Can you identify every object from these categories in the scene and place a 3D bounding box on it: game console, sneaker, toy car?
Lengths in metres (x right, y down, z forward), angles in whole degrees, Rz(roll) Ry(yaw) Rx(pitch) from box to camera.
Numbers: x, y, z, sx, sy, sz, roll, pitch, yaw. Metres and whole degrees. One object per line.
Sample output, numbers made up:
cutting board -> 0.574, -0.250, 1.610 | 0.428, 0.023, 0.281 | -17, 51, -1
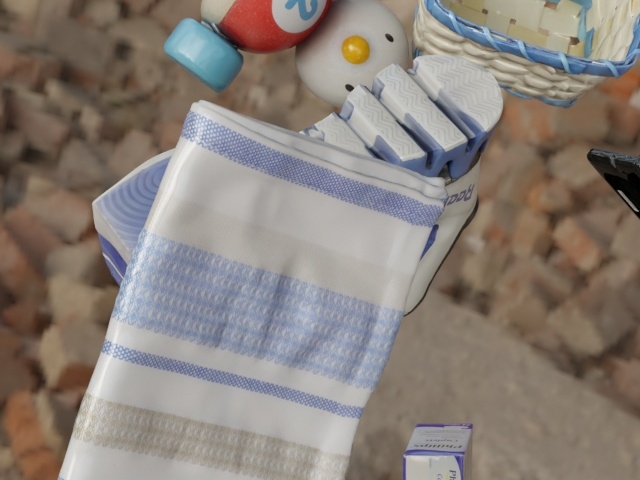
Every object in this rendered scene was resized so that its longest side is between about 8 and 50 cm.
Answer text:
game console -> 0.305, -0.055, 1.590 | 0.122, 0.071, 0.107 | 44, -15, -32
sneaker -> 0.001, -0.001, 1.426 | 0.315, 0.182, 0.127 | -22, 46, -13
toy car -> 0.008, -0.200, 1.810 | 0.238, 0.219, 0.210 | 36, 1, -5

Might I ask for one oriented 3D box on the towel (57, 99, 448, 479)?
towel -> -0.040, 0.074, 1.085 | 0.209, 0.285, 0.034 | 18, 2, -44

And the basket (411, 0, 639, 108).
basket -> 0.210, -0.263, 1.793 | 0.255, 0.289, 0.201 | 18, 67, -10

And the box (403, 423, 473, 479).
box -> 0.138, 0.290, 2.191 | 0.072, 0.126, 0.137 | 1, 10, 9
